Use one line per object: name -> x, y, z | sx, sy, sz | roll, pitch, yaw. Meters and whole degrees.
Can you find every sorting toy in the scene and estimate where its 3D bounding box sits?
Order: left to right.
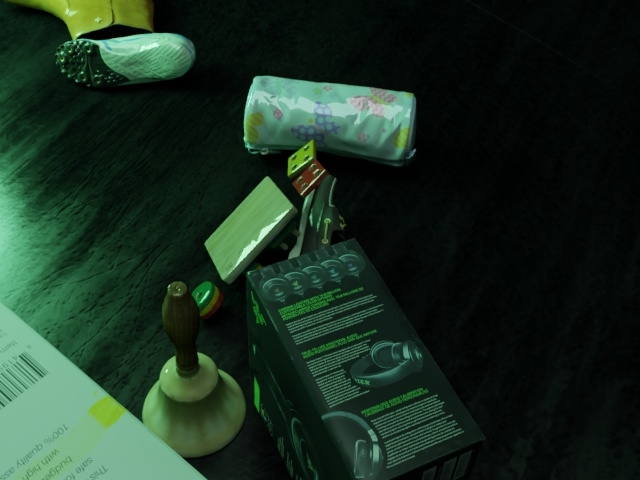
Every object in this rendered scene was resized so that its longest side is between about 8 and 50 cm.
sorting toy -> -0.080, -0.014, 1.120 | 0.274, 0.046, 0.132 | -47, 29, 3

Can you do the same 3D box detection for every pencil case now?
pencil case -> 0.016, -0.184, 1.281 | 0.273, 0.113, 0.124 | 5, 59, 3

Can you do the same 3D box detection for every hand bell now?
hand bell -> -0.150, 0.128, 0.911 | 0.126, 0.242, 0.126 | 1, 49, -1

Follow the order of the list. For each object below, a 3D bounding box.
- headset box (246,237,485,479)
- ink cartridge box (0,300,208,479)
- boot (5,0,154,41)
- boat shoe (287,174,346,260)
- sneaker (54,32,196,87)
headset box -> 0.026, 0.175, 0.874 | 0.131, 0.246, 0.283 | -18, 52, -18
ink cartridge box -> -0.302, 0.275, 0.795 | 0.384, 0.160, 0.279 | 33, 55, 25
boot -> -0.448, -0.419, 1.475 | 0.295, 0.104, 0.211 | -4, 48, -11
boat shoe -> 0.000, 0.000, 1.143 | 0.068, 0.081, 0.228 | 11, 56, 4
sneaker -> -0.330, -0.310, 1.409 | 0.237, 0.085, 0.086 | -1, 22, 1
